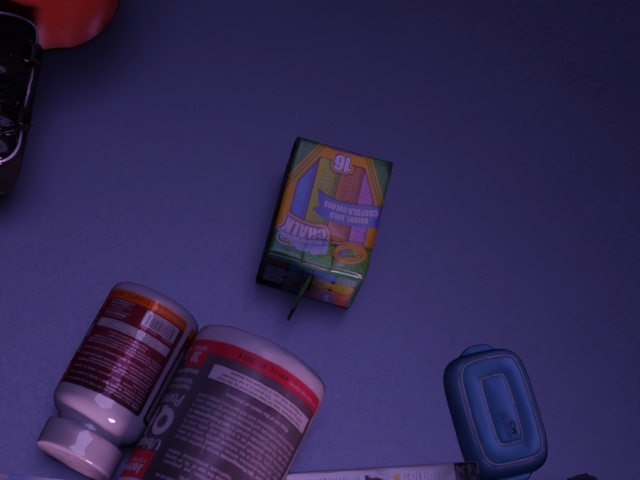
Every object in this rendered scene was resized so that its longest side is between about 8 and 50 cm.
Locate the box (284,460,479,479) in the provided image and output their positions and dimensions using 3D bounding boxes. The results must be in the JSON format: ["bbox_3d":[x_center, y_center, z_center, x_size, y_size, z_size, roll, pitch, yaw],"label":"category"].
[{"bbox_3d":[0.074,0.332,1.907,0.244,0.060,0.100,-1,72,-10],"label":"box"}]

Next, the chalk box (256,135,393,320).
[{"bbox_3d":[0.000,0.000,1.972,0.132,0.132,0.213,15,71,-4],"label":"chalk box"}]

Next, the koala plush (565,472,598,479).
[{"bbox_3d":[0.279,0.406,1.859,0.221,0.196,0.203,-22,65,-15],"label":"koala plush"}]

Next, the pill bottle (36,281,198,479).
[{"bbox_3d":[-0.247,0.171,1.878,0.121,0.121,0.221,27,69,1],"label":"pill bottle"}]

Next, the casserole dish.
[{"bbox_3d":[0.228,0.220,1.984,0.114,0.037,0.188,-11,75,-12],"label":"casserole dish"}]

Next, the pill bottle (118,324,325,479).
[{"bbox_3d":[-0.135,0.274,1.832,0.176,0.176,0.318,27,69,1],"label":"pill bottle"}]

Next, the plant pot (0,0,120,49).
[{"bbox_3d":[-0.348,-0.387,1.975,0.272,0.265,0.272,3,71,-9],"label":"plant pot"}]

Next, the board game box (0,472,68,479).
[{"bbox_3d":[-0.393,0.337,1.784,0.211,0.039,0.160,10,40,-20],"label":"board game box"}]

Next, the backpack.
[{"bbox_3d":[-0.486,-0.180,1.921,0.254,0.191,0.225,11,67,-13],"label":"backpack"}]
